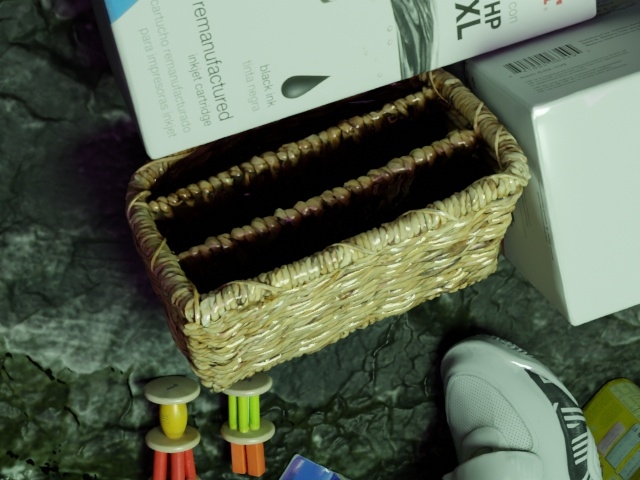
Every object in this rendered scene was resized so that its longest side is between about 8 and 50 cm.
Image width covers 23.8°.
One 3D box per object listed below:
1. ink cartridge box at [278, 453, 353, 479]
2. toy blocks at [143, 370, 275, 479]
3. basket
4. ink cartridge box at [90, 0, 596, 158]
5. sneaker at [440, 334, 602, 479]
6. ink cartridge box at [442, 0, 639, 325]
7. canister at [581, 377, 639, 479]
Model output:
[{"bbox_3d":[0.076,0.354,1.536,0.333,0.065,0.165,27,102,-21],"label":"ink cartridge box"},{"bbox_3d":[-0.104,0.202,1.434,0.123,0.054,0.148,-5,111,-13],"label":"toy blocks"},{"bbox_3d":[-0.008,-0.043,1.241,0.299,0.223,0.213,-22,71,-8],"label":"basket"},{"bbox_3d":[0.005,-0.271,1.191,0.395,0.166,0.285,-19,132,-8],"label":"ink cartridge box"},{"bbox_3d":[0.160,0.263,1.374,0.210,0.137,0.365,-7,70,-43],"label":"sneaker"},{"bbox_3d":[0.234,-0.092,1.299,0.198,0.270,0.197,-18,115,-8],"label":"ink cartridge box"},{"bbox_3d":[0.309,0.221,1.489,0.073,0.170,0.126,36,98,-23],"label":"canister"}]
